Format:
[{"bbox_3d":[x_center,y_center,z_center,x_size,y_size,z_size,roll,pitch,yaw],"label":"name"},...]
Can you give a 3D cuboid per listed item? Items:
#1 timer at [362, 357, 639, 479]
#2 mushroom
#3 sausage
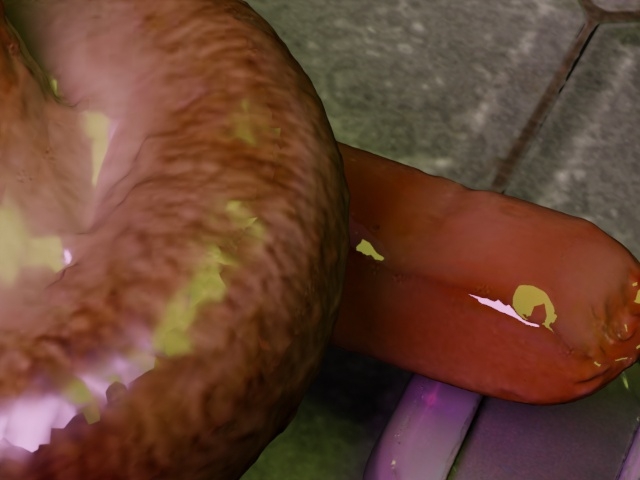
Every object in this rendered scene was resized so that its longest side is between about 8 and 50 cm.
[{"bbox_3d":[0.127,0.119,0.905,0.191,0.069,0.208,29,50,3],"label":"timer"},{"bbox_3d":[-0.146,-0.029,0.722,0.331,0.356,0.334,10,52,-13],"label":"mushroom"},{"bbox_3d":[0.000,0.000,0.889,0.348,0.094,0.097,20,43,17],"label":"sausage"}]
